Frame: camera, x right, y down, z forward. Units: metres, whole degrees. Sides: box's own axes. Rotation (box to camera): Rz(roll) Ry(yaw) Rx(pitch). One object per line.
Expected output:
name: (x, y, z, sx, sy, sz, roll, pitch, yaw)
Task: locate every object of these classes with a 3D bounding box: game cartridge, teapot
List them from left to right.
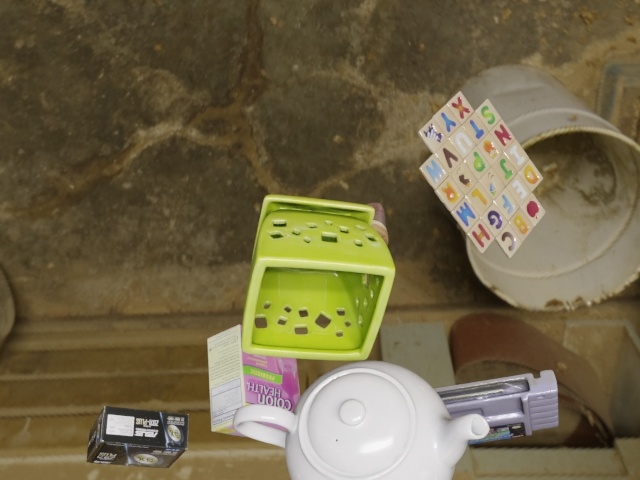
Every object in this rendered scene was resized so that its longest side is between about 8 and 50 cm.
teapot: (0.053, 0.260, 1.026, 0.256, 0.252, 0.187, -38, 145, -8)
game cartridge: (0.295, 0.352, 1.542, 0.355, 0.068, 0.230, -12, 142, 11)

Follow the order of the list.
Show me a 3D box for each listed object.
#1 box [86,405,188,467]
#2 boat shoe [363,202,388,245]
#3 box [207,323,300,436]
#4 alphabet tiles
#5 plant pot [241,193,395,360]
box: (-0.384, 0.416, 1.616, 0.180, 0.077, 0.147, 12, 145, -23)
boat shoe: (0.000, 0.000, 1.777, 0.342, 0.123, 0.123, -23, 137, 28)
box: (-0.163, 0.361, 1.926, 0.117, 0.243, 0.214, -25, 147, 31)
alphabet tiles: (0.356, -0.144, 1.668, 0.342, 0.285, 0.011, 52, 147, -11)
plant pot: (-0.014, 0.052, 1.314, 0.227, 0.207, 0.228, 6, 131, -10)
